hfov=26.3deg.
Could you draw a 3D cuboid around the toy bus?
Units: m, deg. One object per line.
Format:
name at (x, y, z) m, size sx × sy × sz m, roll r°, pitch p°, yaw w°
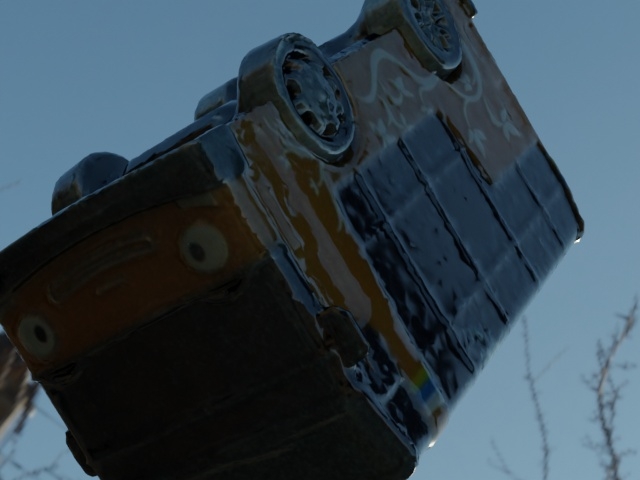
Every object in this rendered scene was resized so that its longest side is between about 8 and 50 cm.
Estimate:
toy bus at (0.000, 0.000, 0.688) m, size 0.162 × 0.323 × 0.194 m, roll -27°, pitch -82°, yaw 31°
